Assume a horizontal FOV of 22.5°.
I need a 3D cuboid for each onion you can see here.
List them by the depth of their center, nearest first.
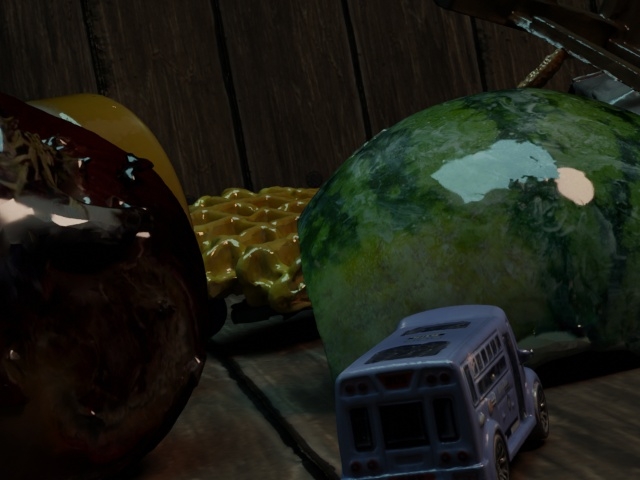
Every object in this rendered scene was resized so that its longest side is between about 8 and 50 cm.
[{"bbox_3d":[-0.212,0.033,0.929,0.314,0.232,0.314,18,33,-12],"label":"onion"}]

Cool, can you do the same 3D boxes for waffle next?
[{"bbox_3d":[-0.001,-0.001,1.460,0.283,0.065,0.309,2,18,-1],"label":"waffle"}]

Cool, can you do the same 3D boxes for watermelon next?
[{"bbox_3d":[0.142,0.008,1.049,0.305,0.224,0.180,-14,-34,2],"label":"watermelon"}]

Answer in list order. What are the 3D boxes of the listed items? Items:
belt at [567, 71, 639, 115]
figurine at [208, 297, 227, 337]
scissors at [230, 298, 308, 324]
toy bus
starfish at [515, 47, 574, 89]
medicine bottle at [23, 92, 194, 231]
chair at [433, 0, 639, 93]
[{"bbox_3d":[0.308,-0.065,1.414,0.164,0.184,0.289,-6,9,2],"label":"belt"},{"bbox_3d":[-0.148,0.078,1.423,0.087,0.086,0.149,-56,-11,33],"label":"figurine"},{"bbox_3d":[0.095,0.038,1.557,0.393,0.032,0.180,-11,4,-26],"label":"scissors"},{"bbox_3d":[0.059,0.074,0.752,0.073,0.076,0.167,-10,4,16],"label":"toy bus"},{"bbox_3d":[0.138,-0.059,1.347,0.231,0.048,0.295,-50,-23,-15],"label":"starfish"},{"bbox_3d":[-0.249,0.019,1.221,0.232,0.238,0.238,-14,5,-39],"label":"medicine bottle"},{"bbox_3d":[0.320,-0.189,1.193,0.241,0.203,0.416,35,21,33],"label":"chair"}]
